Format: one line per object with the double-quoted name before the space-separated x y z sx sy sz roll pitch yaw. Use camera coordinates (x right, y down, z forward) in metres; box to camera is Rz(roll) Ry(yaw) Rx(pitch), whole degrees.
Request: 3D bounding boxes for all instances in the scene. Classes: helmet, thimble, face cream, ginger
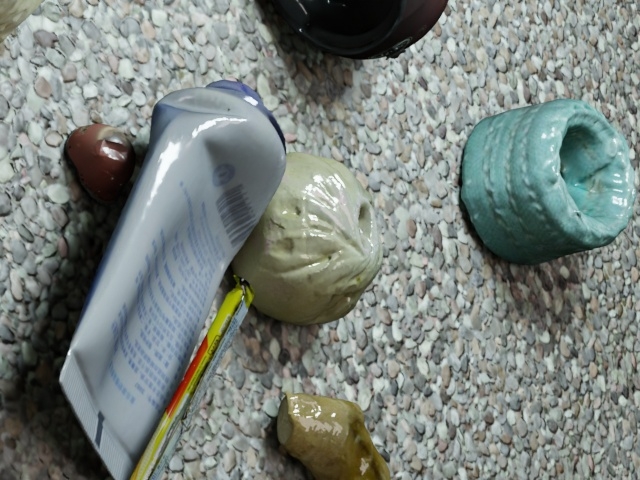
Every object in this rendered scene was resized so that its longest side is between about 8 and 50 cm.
"helmet" -0.203 -0.078 1.846 0.084 0.049 0.065 58 40 -20
"thimble" 0.290 -0.077 2.385 0.235 0.143 0.198 -24 98 -54
"face cream" -0.139 0.022 1.823 0.235 0.137 0.420 73 29 -52
"ginger" 0.016 0.226 2.001 0.190 0.069 0.095 58 36 -19
"helmet" 0.052 -0.303 2.127 0.193 0.189 0.216 25 52 -48

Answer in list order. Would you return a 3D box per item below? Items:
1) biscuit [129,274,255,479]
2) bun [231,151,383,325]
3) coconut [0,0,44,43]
"biscuit" -0.131 0.163 1.800 0.292 0.026 0.048 -63 157 -21
"bun" 0.000 0.000 2.012 0.193 0.128 0.178 29 55 -46
"coconut" -0.352 -0.292 1.481 0.415 0.415 0.344 8 40 -50
